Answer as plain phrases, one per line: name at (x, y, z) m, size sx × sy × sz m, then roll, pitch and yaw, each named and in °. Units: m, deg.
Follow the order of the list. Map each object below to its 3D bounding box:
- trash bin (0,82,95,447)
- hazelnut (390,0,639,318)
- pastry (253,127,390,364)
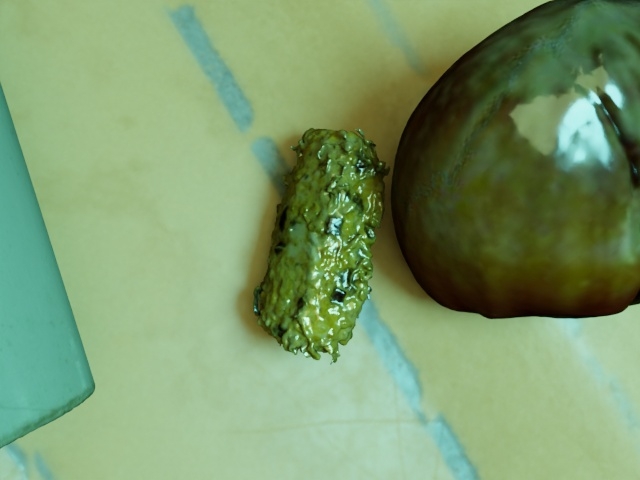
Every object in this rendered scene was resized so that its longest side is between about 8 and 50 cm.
trash bin at (-0.292, -0.087, 0.409) m, size 0.280 × 0.280 × 0.432 m, roll -20°, pitch 91°, yaw -13°
hazelnut at (0.148, -0.040, 0.532) m, size 0.212 × 0.181 × 0.181 m, roll -19°, pitch 86°, yaw -13°
pastry at (0.000, 0.000, 0.555) m, size 0.056 × 0.080 × 0.140 m, roll 20°, pitch 86°, yaw -36°
